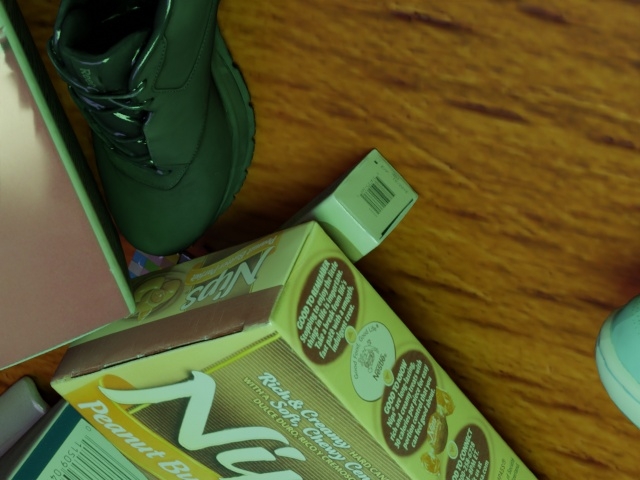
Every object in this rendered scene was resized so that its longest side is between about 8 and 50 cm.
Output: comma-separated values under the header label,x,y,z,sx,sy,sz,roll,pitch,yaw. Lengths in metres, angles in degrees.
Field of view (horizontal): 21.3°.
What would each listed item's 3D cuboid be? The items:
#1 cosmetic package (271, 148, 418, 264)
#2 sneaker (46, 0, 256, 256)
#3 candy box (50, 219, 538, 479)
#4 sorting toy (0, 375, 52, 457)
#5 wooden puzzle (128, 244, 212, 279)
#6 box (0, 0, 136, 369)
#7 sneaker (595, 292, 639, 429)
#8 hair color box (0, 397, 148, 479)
label,x,y,z,sx,sy,sz,roll,pitch,yaw
cosmetic package,0.000,0.000,1.018,0.041,0.060,0.115,47,134,-5
sneaker,-0.104,-0.100,0.968,0.109,0.130,0.286,18,129,18
candy box,0.009,0.142,1.043,0.183,0.087,0.316,-18,124,38
sorting toy,-0.205,0.222,1.309,0.208,0.038,0.193,47,132,-5
wooden puzzle,-0.103,0.021,1.132,0.049,0.006,0.083,34,132,7
box,-0.213,-0.055,0.998,0.127,0.148,0.232,-23,112,-3
sneaker,0.302,0.035,0.816,0.319,0.127,0.208,15,129,11
hair color box,-0.241,0.248,1.209,0.105,0.174,0.347,42,133,-8
